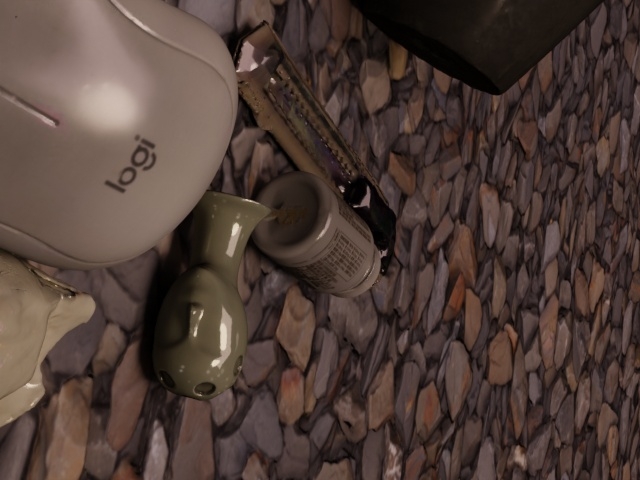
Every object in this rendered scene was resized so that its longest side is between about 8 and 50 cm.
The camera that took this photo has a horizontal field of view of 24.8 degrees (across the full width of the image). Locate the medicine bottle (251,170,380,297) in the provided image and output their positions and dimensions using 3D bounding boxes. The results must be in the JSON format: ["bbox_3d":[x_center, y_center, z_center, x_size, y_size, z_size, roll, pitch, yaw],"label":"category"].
[{"bbox_3d":[0.000,0.000,1.270,0.140,0.079,0.079,41,59,-59],"label":"medicine bottle"}]

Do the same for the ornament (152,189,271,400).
[{"bbox_3d":[-0.087,0.043,1.108,0.081,0.075,0.156,60,41,-78],"label":"ornament"}]

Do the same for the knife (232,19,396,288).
[{"bbox_3d":[0.005,-0.067,1.310,0.365,0.043,0.089,56,45,-52],"label":"knife"}]

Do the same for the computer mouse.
[{"bbox_3d":[-0.163,-0.080,0.773,0.184,0.121,0.297,-51,135,4],"label":"computer mouse"}]

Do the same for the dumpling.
[{"bbox_3d":[-0.217,0.056,0.812,0.199,0.118,0.136,10,103,-42],"label":"dumpling"}]

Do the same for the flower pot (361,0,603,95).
[{"bbox_3d":[0.146,-0.245,1.383,0.166,0.269,0.269,-62,153,2],"label":"flower pot"}]
